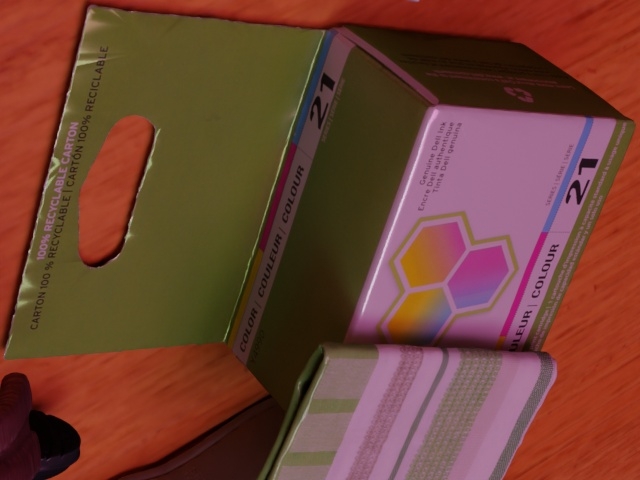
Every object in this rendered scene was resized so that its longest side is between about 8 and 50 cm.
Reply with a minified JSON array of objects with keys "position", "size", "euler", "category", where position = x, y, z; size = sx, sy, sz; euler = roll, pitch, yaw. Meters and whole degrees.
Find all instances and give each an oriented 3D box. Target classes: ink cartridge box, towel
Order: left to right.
[{"position":[0.000,0.000,0.718],"size":[0.255,0.097,0.188],"euler":[-1,120,-37],"category":"ink cartridge box"},{"position":[0.038,0.097,0.735],"size":[0.152,0.023,0.113],"euler":[7,115,-38],"category":"towel"}]

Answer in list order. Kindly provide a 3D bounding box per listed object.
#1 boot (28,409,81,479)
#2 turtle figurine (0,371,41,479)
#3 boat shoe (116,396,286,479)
[{"position":[-0.178,0.133,0.714],"size":[0.121,0.045,0.099],"euler":[-2,118,-28],"category":"boot"},{"position":[-0.215,0.114,0.521],"size":[0.198,0.266,0.275],"euler":[-50,133,7],"category":"turtle figurine"},{"position":[-0.037,0.144,0.807],"size":[0.228,0.081,0.068],"euler":[-21,133,-15],"category":"boat shoe"}]
